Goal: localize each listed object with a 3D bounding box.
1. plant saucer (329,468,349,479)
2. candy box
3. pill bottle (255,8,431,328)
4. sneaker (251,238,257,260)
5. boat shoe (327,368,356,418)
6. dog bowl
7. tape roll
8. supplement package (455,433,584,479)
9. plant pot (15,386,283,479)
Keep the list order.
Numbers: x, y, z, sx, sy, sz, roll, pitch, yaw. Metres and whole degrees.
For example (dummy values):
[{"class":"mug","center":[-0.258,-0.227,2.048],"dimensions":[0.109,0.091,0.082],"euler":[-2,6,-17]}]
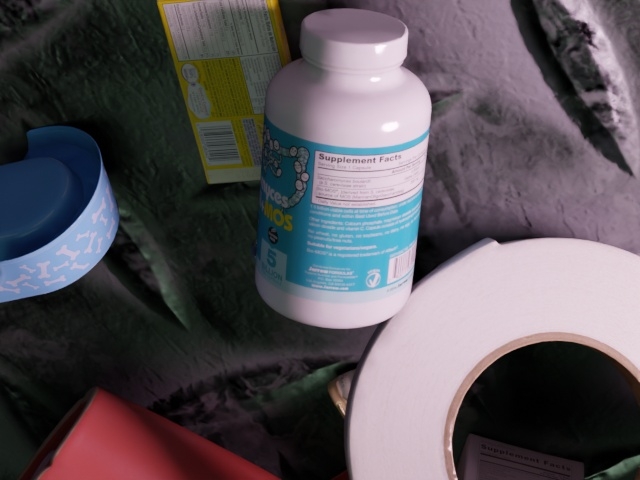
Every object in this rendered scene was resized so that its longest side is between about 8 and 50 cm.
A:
[{"class":"plant saucer","center":[-0.041,0.368,1.705],"dimensions":[0.048,0.259,0.258],"euler":[46,123,-8]},{"class":"candy box","center":[-0.075,-0.142,1.447],"dimensions":[0.105,0.027,0.206],"euler":[-5,128,10]},{"class":"pill bottle","center":[0.020,-0.066,1.401],"dimensions":[0.146,0.146,0.264],"euler":[7,116,4]},{"class":"sneaker","center":[0.000,0.000,1.543],"dimensions":[0.135,0.052,0.058],"euler":[2,120,-1]},{"class":"boat shoe","center":[0.061,0.205,1.690],"dimensions":[0.059,0.063,0.170],"euler":[-16,115,24]},{"class":"dog bowl","center":[-0.328,-0.011,1.519],"dimensions":[0.297,0.166,0.074],"euler":[-11,138,18]},{"class":"tape roll","center":[0.215,0.187,1.491],"dimensions":[0.392,0.072,0.392],"euler":[0,90,-2]},{"class":"supplement package","center":[0.193,0.346,1.658],"dimensions":[0.139,0.244,0.134],"euler":[15,129,-1]},{"class":"plant pot","center":[-0.204,0.304,1.700],"dimensions":[0.243,0.275,0.275],"euler":[37,126,-9]}]
